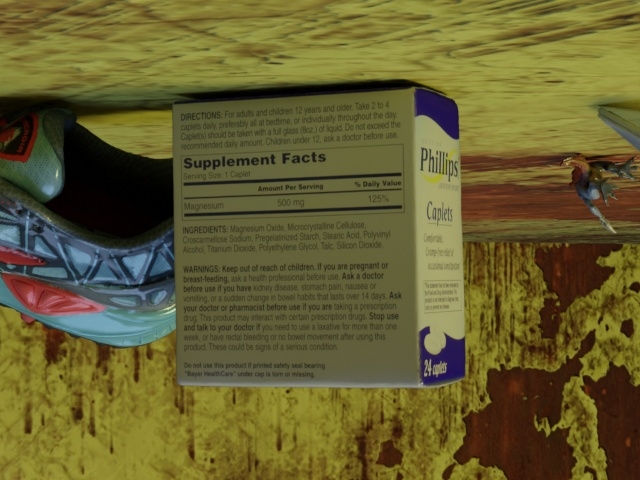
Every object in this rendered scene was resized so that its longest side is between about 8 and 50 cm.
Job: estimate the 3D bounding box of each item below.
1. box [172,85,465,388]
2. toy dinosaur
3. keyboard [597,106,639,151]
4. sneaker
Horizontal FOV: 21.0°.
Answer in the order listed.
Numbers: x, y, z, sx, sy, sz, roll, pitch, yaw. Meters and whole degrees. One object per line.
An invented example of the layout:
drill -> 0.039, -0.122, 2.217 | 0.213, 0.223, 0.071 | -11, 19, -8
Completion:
box -> 0.000, 0.000, 0.817 | 0.126, 0.137, 0.072 | -1, 179, 23
toy dinosaur -> 0.189, -0.048, 1.201 | 0.090, 0.047, 0.082 | 37, 171, -23
keyboard -> 0.239, 0.000, 0.931 | 0.256, 0.014, 0.072 | 33, -170, -41
sneaker -> -0.169, -0.033, 0.858 | 0.262, 0.104, 0.125 | 12, 141, -23
